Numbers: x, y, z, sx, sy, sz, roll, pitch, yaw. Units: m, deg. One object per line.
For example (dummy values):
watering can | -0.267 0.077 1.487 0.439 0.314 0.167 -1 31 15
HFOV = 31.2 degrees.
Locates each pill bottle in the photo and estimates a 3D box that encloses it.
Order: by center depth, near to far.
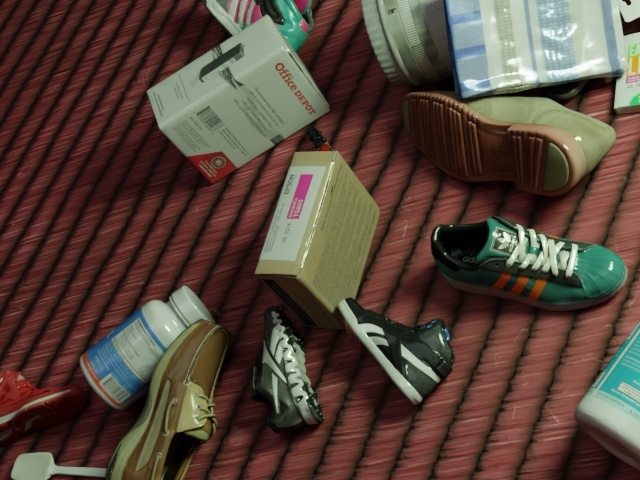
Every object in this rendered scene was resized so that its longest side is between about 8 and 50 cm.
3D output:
pill bottle | 0.469 0.172 1.525 0.146 0.146 0.264 31 79 39
pill bottle | -0.292 0.180 1.965 0.221 0.124 0.124 -38 49 1

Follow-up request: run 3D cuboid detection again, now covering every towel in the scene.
towel | 0.343 -0.346 1.835 0.285 0.034 0.209 -9 98 -2

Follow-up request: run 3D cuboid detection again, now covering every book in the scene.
book | 0.531 -0.274 1.858 0.096 0.035 0.144 -6 59 31

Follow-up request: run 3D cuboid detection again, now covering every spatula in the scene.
spatula | -0.444 0.445 1.949 0.242 0.019 0.168 -4 58 28

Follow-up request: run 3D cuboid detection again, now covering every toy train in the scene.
toy train | 0.015 -0.156 2.065 0.027 0.036 0.158 -37 50 3

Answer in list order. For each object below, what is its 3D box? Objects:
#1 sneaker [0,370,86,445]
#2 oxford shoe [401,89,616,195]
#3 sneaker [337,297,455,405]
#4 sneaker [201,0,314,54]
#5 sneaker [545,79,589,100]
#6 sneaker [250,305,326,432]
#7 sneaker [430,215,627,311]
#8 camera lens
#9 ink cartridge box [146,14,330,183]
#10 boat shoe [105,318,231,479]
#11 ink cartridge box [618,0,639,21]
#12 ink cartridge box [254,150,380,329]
sneaker | -0.523 0.273 2.062 0.221 0.087 0.128 -22 53 14
oxford shoe | 0.300 -0.176 1.884 0.146 0.140 0.397 -29 37 -31
sneaker | 0.130 0.145 1.787 0.121 0.079 0.217 -39 58 -2
sneaker | -0.113 -0.467 2.278 0.178 0.124 0.295 -43 57 5
sneaker | 0.417 -0.350 1.905 0.087 0.130 0.227 14 70 37
sneaker | -0.073 0.210 1.852 0.106 0.078 0.234 -26 53 9
sneaker | 0.303 0.030 1.727 0.302 0.121 0.108 3 63 31
camera lens | 0.233 -0.398 1.979 0.274 0.219 0.219 -16 54 20
ink cartridge box | -0.149 -0.258 2.118 0.273 0.197 0.114 -30 50 9
boat shoe | -0.223 0.291 1.869 0.120 0.122 0.324 20 80 32
ink cartridge box | 0.581 -0.414 1.895 0.181 0.061 0.104 -23 51 14
ink cartridge box | 0.000 0.000 1.870 0.088 0.193 0.234 3 61 30
